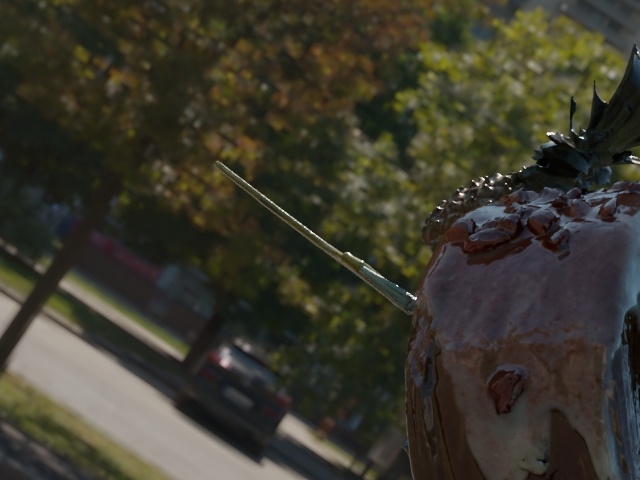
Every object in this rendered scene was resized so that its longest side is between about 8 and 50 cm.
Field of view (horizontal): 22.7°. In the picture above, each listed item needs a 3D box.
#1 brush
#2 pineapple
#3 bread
[{"bbox_3d":[0.000,0.000,0.993,0.205,0.011,0.083,35,-1,34],"label":"brush"},{"bbox_3d":[0.225,-0.053,1.436,0.130,0.277,0.119,48,5,-15],"label":"pineapple"},{"bbox_3d":[0.116,0.082,0.701,0.142,0.224,0.212,-7,-32,31],"label":"bread"}]
